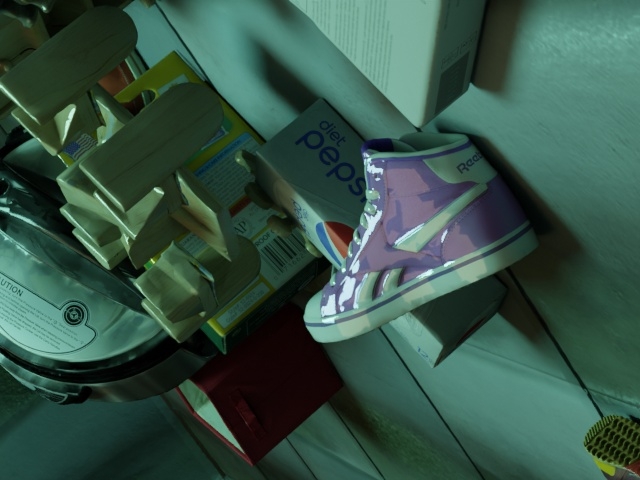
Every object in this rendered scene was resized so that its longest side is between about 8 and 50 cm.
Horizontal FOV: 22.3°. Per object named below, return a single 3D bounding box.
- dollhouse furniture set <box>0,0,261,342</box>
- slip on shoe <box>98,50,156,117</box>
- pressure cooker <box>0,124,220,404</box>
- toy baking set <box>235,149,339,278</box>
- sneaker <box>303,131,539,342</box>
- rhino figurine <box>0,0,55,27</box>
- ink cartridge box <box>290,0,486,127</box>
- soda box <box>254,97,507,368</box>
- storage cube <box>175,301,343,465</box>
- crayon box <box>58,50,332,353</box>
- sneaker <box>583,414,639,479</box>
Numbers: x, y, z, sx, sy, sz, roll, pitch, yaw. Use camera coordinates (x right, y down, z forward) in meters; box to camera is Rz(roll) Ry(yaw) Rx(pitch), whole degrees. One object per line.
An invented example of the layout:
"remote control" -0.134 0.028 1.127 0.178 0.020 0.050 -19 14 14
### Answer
"dollhouse furniture set" -0.204 -0.154 1.768 0.394 0.256 0.362 43 166 21
"slip on shoe" -0.318 -0.259 2.148 0.123 0.101 0.331 32 158 45
"pressure cooker" -0.305 0.023 2.203 0.420 0.370 0.375 86 172 -78
"toy baking set" 0.000 -0.003 1.809 0.256 0.030 0.197 38 -161 -11
"sneaker" 0.064 -0.013 1.532 0.282 0.102 0.161 -30 95 39
"rhino figurine" -0.337 -0.301 1.647 0.106 0.073 0.243 19 -151 -28
"ink cartridge box" 0.019 -0.252 1.266 0.261 0.066 0.296 46 164 16
"soda box" 0.059 -0.007 1.689 0.286 0.098 0.091 47 165 12
"storage cube" -0.117 0.188 2.478 0.215 0.193 0.183 33 158 49
"crayon box" -0.146 -0.049 1.968 0.323 0.203 0.083 46 165 14
"sneaker" 0.337 0.237 1.566 0.084 0.069 0.185 50 174 -38
